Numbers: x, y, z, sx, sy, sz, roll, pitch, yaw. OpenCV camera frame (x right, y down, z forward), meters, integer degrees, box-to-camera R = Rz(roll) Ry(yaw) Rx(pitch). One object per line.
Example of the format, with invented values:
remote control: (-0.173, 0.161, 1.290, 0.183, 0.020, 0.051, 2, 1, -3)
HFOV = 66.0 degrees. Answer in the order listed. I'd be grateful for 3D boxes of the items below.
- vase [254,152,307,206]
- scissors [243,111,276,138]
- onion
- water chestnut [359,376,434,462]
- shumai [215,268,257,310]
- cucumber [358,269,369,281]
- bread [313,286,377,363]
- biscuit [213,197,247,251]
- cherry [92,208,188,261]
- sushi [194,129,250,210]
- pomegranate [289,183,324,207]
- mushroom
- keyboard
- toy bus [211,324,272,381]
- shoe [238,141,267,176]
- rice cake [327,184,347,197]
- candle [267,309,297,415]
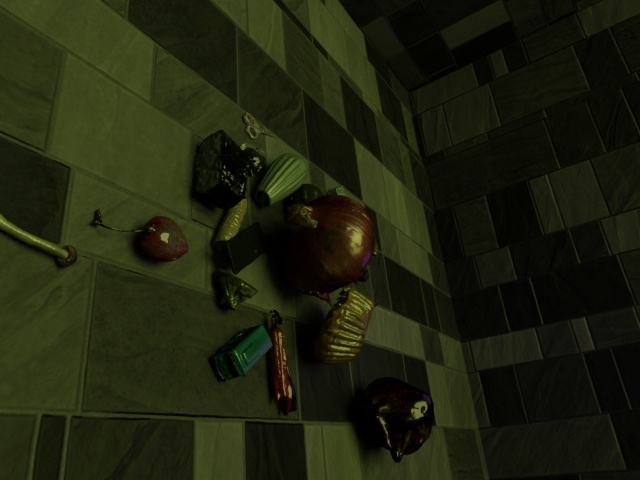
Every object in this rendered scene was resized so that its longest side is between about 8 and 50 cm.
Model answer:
vase: (-0.139, -0.201, 1.672, 0.128, 0.128, 0.248, 59, 39, -20)
scissors: (-0.215, -0.397, 1.772, 0.189, 0.015, 0.100, 7, 68, -62)
onion: (0.022, 0.025, 1.578, 0.353, 0.353, 0.354, 39, 41, -44)
water chestnut: (0.261, 0.625, 1.729, 0.244, 0.289, 0.289, -39, 110, -27)
shumai: (-0.240, 0.139, 1.325, 0.087, 0.123, 0.099, -59, 160, -7)
cucumber: (0.098, 0.086, 1.966, 0.293, 0.067, 0.068, 38, 41, -43)
bread: (0.075, 0.287, 1.609, 0.149, 0.274, 0.274, 23, 33, 6)
biscuit: (-0.258, -0.055, 1.432, 0.055, 0.061, 0.219, 32, 39, -17)
cherry: (-0.401, -0.024, 1.129, 0.225, 0.090, 0.107, 36, 54, -34)
sushi: (-0.280, -0.197, 1.409, 0.127, 0.124, 0.225, 36, 37, -47)
pomegranate: (-0.043, -0.108, 1.790, 0.191, 0.131, 0.152, 73, 11, -49)
mushroom: (-0.571, -0.056, 0.896, 0.306, 0.043, 0.068, 52, 15, -28)
keyboard: (-0.198, 0.002, 1.482, 0.381, 0.041, 0.103, -40, 119, -68)
toy bus: (-0.200, 0.288, 1.274, 0.079, 0.091, 0.160, 65, 28, -7)
shoe: (-0.225, -0.255, 1.607, 0.169, 0.071, 0.099, 9, 67, -63)
rice cake: (0.131, -0.078, 2.133, 0.066, 0.063, 0.336, -46, 115, -51)
candle: (-0.116, 0.348, 1.424, 0.084, 0.059, 0.302, 33, 46, -66)
